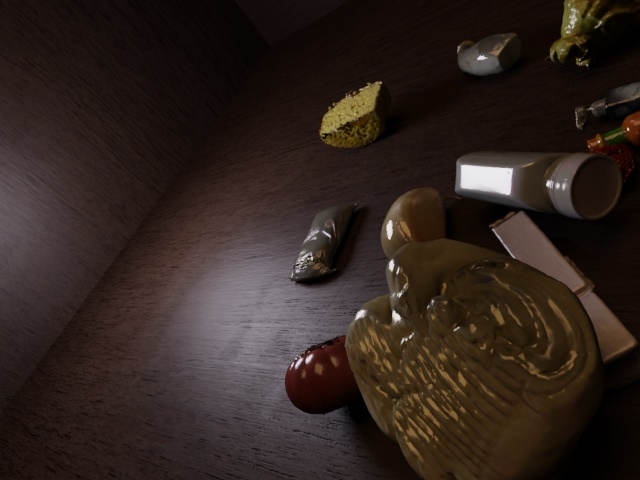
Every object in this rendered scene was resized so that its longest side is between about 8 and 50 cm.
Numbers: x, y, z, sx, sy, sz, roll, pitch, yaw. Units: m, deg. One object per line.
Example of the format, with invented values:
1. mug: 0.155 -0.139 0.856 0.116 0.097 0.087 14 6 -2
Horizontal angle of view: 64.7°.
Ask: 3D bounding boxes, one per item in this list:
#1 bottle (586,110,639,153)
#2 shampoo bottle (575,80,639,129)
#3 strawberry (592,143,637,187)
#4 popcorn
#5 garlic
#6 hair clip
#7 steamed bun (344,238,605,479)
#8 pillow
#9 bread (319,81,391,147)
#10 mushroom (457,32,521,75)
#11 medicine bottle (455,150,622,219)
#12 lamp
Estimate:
1. bottle: 0.588 -0.205 0.922 0.187 0.069 0.069 -23 36 29
2. shampoo bottle: 0.611 -0.273 0.991 0.207 0.057 0.063 -10 51 45
3. strawberry: 0.523 -0.133 0.908 0.096 0.083 0.083 -45 30 -16
4. popcorn: 0.629 -0.492 1.161 0.173 0.168 0.195 49 130 49
5. garlic: 0.217 -0.026 1.102 0.164 0.145 0.245 7 48 13
6. hair clip: 0.379 0.078 0.798 0.085 0.101 0.331 -30 35 15
7. steamed bun: 0.221 0.162 0.712 0.247 0.352 0.339 -15 40 -33
8. pillow: 0.000 0.000 1.366 0.169 0.059 0.255 -15 41 43
9. bread: 0.129 -0.383 1.609 0.260 0.147 0.160 -22 46 39
10. mushroom: 0.455 -0.528 1.445 0.118 0.103 0.270 -44 25 1
11. medicine bottle: 0.386 -0.109 0.924 0.161 0.111 0.296 -3 10 -20
12. lamp: 0.025 0.256 0.938 0.182 0.140 0.182 -23 -9 -4
